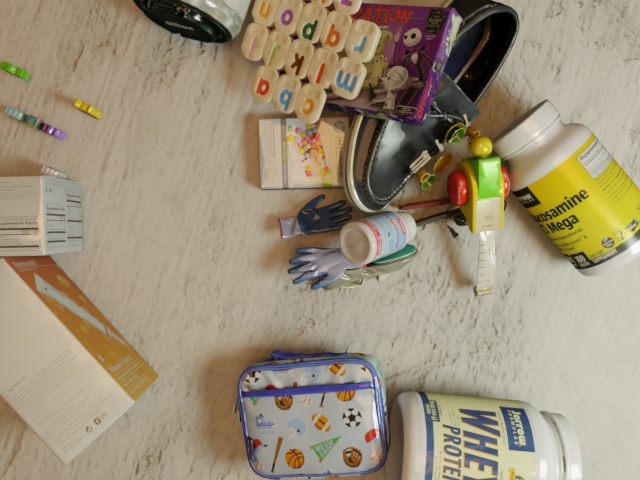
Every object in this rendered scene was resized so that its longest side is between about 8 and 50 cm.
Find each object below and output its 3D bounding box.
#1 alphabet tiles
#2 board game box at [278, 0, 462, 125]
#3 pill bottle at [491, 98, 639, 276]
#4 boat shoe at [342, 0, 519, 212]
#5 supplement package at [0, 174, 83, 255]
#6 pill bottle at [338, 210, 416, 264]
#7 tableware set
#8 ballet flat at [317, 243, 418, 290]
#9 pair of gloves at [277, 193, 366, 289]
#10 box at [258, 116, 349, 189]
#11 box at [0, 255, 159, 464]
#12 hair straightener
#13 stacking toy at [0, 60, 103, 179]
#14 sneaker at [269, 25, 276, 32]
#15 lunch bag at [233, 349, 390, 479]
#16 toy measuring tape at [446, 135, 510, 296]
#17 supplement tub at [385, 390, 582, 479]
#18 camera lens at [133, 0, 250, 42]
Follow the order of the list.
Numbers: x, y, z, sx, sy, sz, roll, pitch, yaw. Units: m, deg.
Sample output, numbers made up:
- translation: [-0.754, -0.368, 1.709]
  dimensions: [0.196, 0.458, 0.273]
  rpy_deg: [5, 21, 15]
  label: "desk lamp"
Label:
- translation: [-0.025, -0.376, 1.169]
  dimensions: [0.284, 0.021, 0.277]
  rpy_deg: [28, 107, 26]
  label: "alphabet tiles"
- translation: [0.075, -0.347, 1.177]
  dimensions: [0.347, 0.056, 0.208]
  rpy_deg: [18, 84, 36]
  label: "board game box"
- translation: [0.496, -0.107, 1.226]
  dimensions: [0.188, 0.188, 0.334]
  rpy_deg: [-40, 91, -2]
  label: "pill bottle"
- translation: [0.214, -0.269, 1.206]
  dimensions: [0.187, 0.156, 0.500]
  rpy_deg: [37, 86, -39]
  label: "boat shoe"
- translation: [-0.614, -0.044, 1.167]
  dimensions: [0.262, 0.204, 0.145]
  rpy_deg: [-1, 91, -2]
  label: "supplement package"
- translation: [0.117, -0.010, 1.214]
  dimensions: [0.160, 0.087, 0.087]
  rpy_deg: [-19, 91, -45]
  label: "pill bottle"
- translation: [0.244, -0.165, 1.194]
  dimensions: [0.154, 0.104, 0.024]
  rpy_deg: [-44, 58, 4]
  label: "tableware set"
- translation: [0.099, 0.058, 1.277]
  dimensions: [0.214, 0.072, 0.068]
  rpy_deg: [-11, 118, -2]
  label: "ballet flat"
- translation: [0.000, 0.000, 1.253]
  dimensions: [0.160, 0.023, 0.198]
  rpy_deg: [-14, 67, -3]
  label: "pair of gloves"
- translation: [-0.033, -0.179, 1.277]
  dimensions: [0.187, 0.038, 0.145]
  rpy_deg: [-1, 90, -4]
  label: "box"
- translation: [-0.500, 0.209, 1.168]
  dimensions: [0.168, 0.215, 0.345]
  rpy_deg: [-42, 92, -2]
  label: "box"
- translation: [0.282, -0.049, 1.293]
  dimensions: [0.231, 0.047, 0.088]
  rpy_deg: [-11, 94, -7]
  label: "hair straightener"
- translation: [-0.578, -0.239, 1.249]
  dimensions: [0.221, 0.052, 0.166]
  rpy_deg: [27, 87, 0]
  label: "stacking toy"
- translation: [-0.086, -0.490, 1.259]
  dimensions: [0.084, 0.070, 0.185]
  rpy_deg: [-13, 67, 33]
  label: "sneaker"
- translation: [-0.019, 0.334, 1.212]
  dimensions: [0.304, 0.115, 0.242]
  rpy_deg: [-7, 90, 13]
  label: "lunch bag"
- translation: [0.314, -0.053, 1.240]
  dimensions: [0.122, 0.121, 0.329]
  rpy_deg: [-7, 115, -3]
  label: "toy measuring tape"
- translation: [0.302, 0.421, 1.193]
  dimensions: [0.325, 0.235, 0.235]
  rpy_deg: [5, 90, -3]
  label: "supplement tub"
- translation: [-0.223, -0.536, 1.176]
  dimensions: [0.220, 0.219, 0.274]
  rpy_deg: [19, 89, -2]
  label: "camera lens"
